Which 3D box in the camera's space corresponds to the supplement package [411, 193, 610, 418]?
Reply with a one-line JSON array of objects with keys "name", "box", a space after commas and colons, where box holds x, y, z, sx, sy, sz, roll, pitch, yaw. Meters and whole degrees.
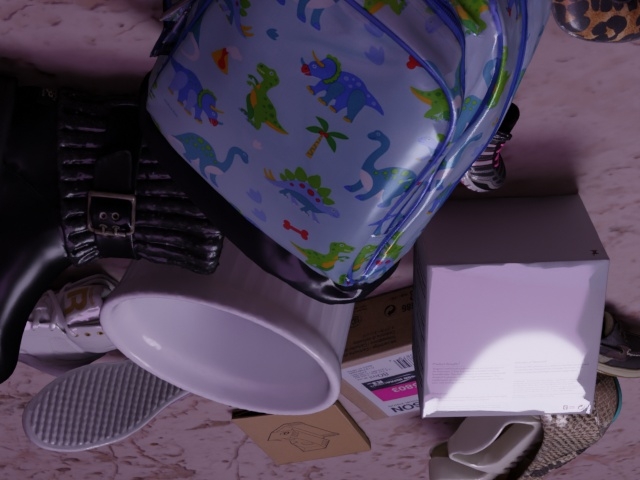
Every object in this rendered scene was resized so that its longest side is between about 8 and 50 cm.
[{"name": "supplement package", "box": [0.203, 0.073, 1.366, 0.194, 0.149, 0.203, -2, 120, -1]}]

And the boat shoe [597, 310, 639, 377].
[{"name": "boat shoe", "box": [0.366, 0.129, 1.609, 0.223, 0.080, 0.073, 7, 114, -25]}]

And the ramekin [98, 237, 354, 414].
[{"name": "ramekin", "box": [-0.093, 0.075, 1.367, 0.277, 0.135, 0.277, 15, 152, 8]}]

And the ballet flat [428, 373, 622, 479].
[{"name": "ballet flat", "box": [0.260, 0.307, 1.796, 0.182, 0.164, 0.483, -4, 149, -21]}]

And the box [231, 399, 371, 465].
[{"name": "box", "box": [-0.027, 0.297, 1.905, 0.164, 0.021, 0.201, -12, 148, 14]}]

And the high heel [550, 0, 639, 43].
[{"name": "high heel", "box": [0.238, -0.255, 0.970, 0.261, 0.093, 0.186, 15, 137, -29]}]

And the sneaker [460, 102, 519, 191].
[{"name": "sneaker", "box": [0.167, -0.106, 1.221, 0.074, 0.063, 0.170, -9, 144, 21]}]

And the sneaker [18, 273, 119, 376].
[{"name": "sneaker", "box": [-0.340, 0.076, 1.453, 0.169, 0.108, 0.292, -25, 152, 29]}]

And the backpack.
[{"name": "backpack", "box": [0.018, -0.133, 0.942, 0.290, 0.273, 0.355, 45, 123, 1]}]

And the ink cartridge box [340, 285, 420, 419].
[{"name": "ink cartridge box", "box": [0.131, 0.143, 1.603, 0.234, 0.088, 0.193, -18, 144, 21]}]

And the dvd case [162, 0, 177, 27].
[{"name": "dvd case", "box": [-0.008, -0.234, 1.041, 0.253, 0.022, 0.180, 1, 147, -5]}]

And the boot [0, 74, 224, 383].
[{"name": "boot", "box": [-0.227, 0.012, 1.200, 0.260, 0.131, 0.348, 9, 112, -16]}]

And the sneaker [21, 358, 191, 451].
[{"name": "sneaker", "box": [-0.265, 0.204, 1.570, 0.282, 0.102, 0.161, -19, 175, -35]}]
